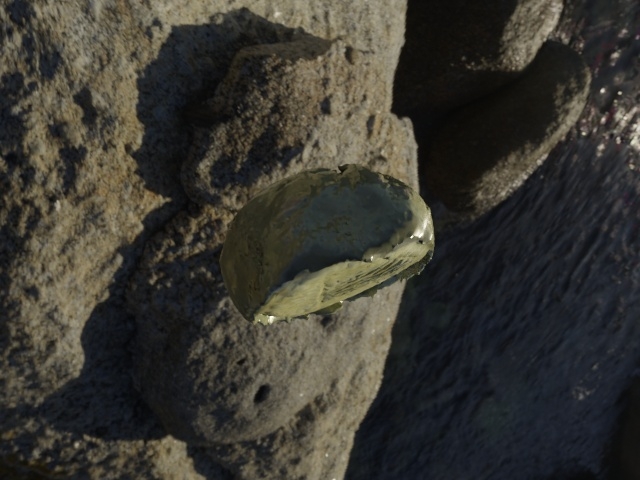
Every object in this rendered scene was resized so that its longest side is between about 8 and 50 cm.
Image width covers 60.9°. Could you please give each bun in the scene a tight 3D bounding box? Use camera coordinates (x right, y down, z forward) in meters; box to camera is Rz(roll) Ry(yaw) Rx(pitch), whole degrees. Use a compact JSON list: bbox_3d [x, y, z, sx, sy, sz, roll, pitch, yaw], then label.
[{"bbox_3d":[0.000,0.000,0.659,0.259,0.152,0.259,-20,165,-6],"label":"bun"}]
